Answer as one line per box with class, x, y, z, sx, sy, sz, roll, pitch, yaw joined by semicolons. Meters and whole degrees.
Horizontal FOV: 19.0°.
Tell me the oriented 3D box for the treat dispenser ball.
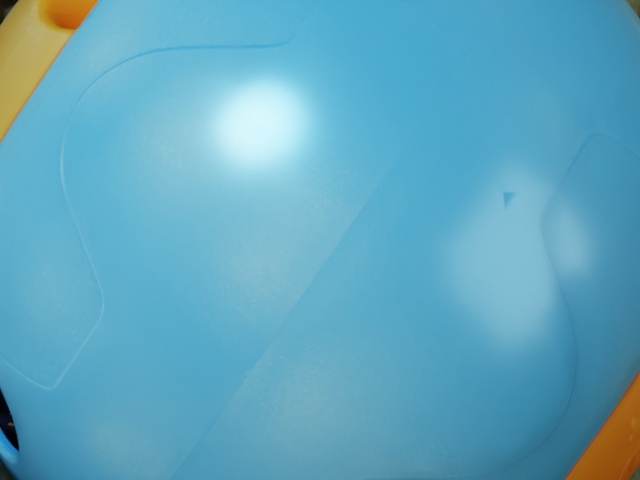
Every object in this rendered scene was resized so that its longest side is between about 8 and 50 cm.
treat dispenser ball;0.000;0.000;0.722;0.288;0.288;0.288;-13;105;-59
